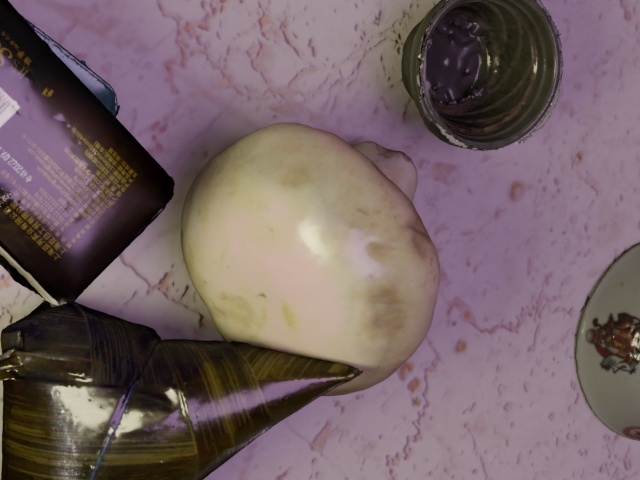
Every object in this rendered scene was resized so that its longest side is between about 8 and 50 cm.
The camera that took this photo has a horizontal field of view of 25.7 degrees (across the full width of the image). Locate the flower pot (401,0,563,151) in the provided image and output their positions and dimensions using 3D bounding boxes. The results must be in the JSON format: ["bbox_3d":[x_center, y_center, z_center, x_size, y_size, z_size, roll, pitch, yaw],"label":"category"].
[{"bbox_3d":[0.202,-0.239,1.919,0.236,0.140,0.235,-4,100,-24],"label":"flower pot"}]

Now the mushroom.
[{"bbox_3d":[-0.017,0.023,1.789,0.353,0.353,0.325,29,105,-27],"label":"mushroom"}]

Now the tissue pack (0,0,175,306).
[{"bbox_3d":[-0.359,-0.126,1.515,0.210,0.198,0.370,-44,115,-8],"label":"tissue pack"}]

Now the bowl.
[{"bbox_3d":[0.576,0.167,2.165,0.337,0.157,0.337,-5,101,-27],"label":"bowl"}]

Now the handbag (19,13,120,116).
[{"bbox_3d":[-0.409,-0.146,1.654,0.274,0.100,0.268,34,86,-26],"label":"handbag"}]

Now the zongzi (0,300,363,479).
[{"bbox_3d":[-0.182,0.298,1.706,0.432,0.208,0.403,7,101,6],"label":"zongzi"}]
